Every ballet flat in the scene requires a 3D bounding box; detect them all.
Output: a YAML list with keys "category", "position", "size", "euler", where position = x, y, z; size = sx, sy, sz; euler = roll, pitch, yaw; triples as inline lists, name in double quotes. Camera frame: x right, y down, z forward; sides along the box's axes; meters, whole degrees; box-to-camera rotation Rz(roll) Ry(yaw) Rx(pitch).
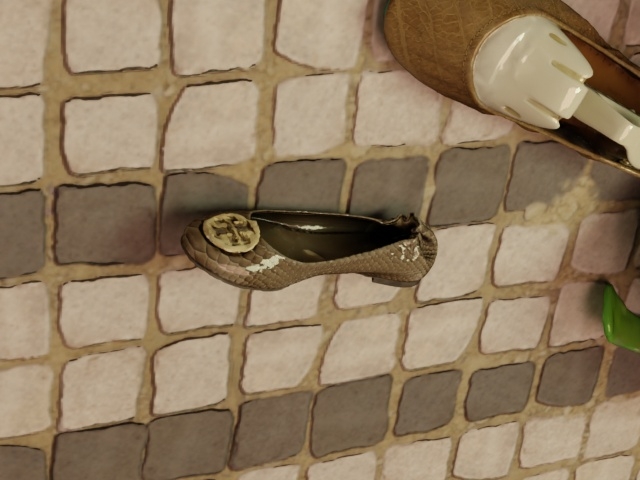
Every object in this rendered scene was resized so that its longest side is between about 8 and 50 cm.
- category: "ballet flat"
  position: [0.207, -0.122, 1.107]
  size: [0.342, 0.124, 0.116]
  euler: [23, 109, -36]
- category: "ballet flat"
  position: [0.000, 0.000, 1.112]
  size: [0.249, 0.084, 0.058]
  euler: [4, 135, -34]

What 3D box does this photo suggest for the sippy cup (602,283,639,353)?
- category: "sippy cup"
  position: [0.429, 0.053, 1.245]
  size: [0.305, 0.240, 0.224]
  euler: [-42, 138, 14]
